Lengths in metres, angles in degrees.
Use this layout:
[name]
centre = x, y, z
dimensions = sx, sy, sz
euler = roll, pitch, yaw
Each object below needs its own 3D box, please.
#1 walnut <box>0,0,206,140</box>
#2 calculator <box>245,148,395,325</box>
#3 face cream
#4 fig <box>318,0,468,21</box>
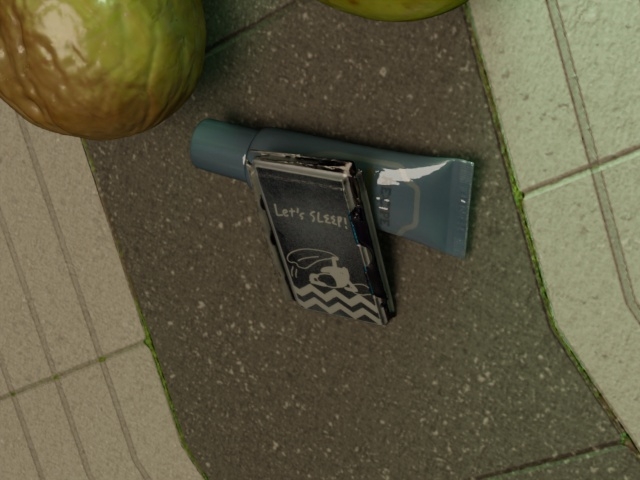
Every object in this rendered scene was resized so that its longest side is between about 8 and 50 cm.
[walnut]
centre = -0.298, -0.289, 1.862
dimensions = 0.332, 0.333, 0.333
euler = 12, 114, 29
[calculator]
centre = 0.000, 0.000, 1.875
dimensions = 0.165, 0.028, 0.274
euler = 10, 135, 27
[face cream]
centre = 0.012, -0.082, 1.863
dimensions = 0.385, 0.086, 0.136
euler = 16, 123, 22
[fig]
centre = 0.056, -0.370, 1.619
dimensions = 0.326, 0.258, 0.258
euler = 2, 110, 46
